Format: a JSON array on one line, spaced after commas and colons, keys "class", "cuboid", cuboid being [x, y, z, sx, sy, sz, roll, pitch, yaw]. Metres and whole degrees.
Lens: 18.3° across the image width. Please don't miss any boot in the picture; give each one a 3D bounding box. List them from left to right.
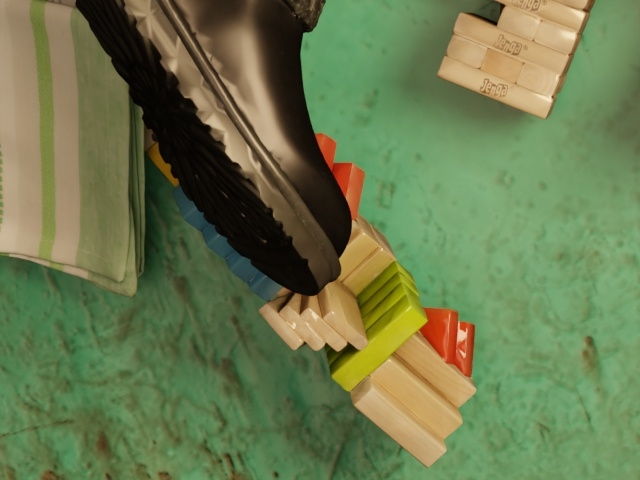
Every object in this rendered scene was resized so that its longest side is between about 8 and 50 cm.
[{"class": "boot", "cuboid": [-0.010, -0.163, 1.404, 0.260, 0.131, 0.348, -35, 104, -18]}]

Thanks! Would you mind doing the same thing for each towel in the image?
[{"class": "towel", "cuboid": [-0.289, -0.091, 1.538, 0.325, 0.038, 0.248, 14, 127, 16]}]

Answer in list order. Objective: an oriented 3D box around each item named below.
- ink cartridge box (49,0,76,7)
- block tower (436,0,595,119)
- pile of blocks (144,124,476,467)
[{"class": "ink cartridge box", "cuboid": [-0.151, -0.218, 1.536, 0.237, 0.100, 0.172, 4, 97, 11]}, {"class": "block tower", "cuboid": [0.188, -0.265, 1.473, 0.097, 0.091, 0.335, 22, 99, 7]}, {"class": "pile of blocks", "cuboid": [0.000, 0.000, 1.509, 0.112, 0.149, 0.362, -44, 87, 12]}]
